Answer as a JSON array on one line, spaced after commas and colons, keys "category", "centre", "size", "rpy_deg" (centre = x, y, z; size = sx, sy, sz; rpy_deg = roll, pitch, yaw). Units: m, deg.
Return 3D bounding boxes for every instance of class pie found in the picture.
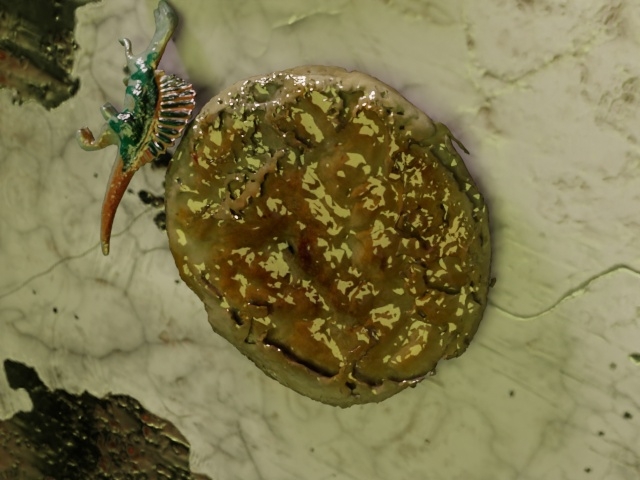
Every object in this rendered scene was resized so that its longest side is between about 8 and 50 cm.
[{"category": "pie", "centre": [0.000, 0.000, 0.867], "size": [0.274, 0.055, 0.274], "rpy_deg": [7, 108, 23]}]

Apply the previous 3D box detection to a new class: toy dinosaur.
[{"category": "toy dinosaur", "centre": [-0.137, -0.091, 0.889], "size": [0.106, 0.044, 0.187], "rpy_deg": [-21, 59, 29]}]
